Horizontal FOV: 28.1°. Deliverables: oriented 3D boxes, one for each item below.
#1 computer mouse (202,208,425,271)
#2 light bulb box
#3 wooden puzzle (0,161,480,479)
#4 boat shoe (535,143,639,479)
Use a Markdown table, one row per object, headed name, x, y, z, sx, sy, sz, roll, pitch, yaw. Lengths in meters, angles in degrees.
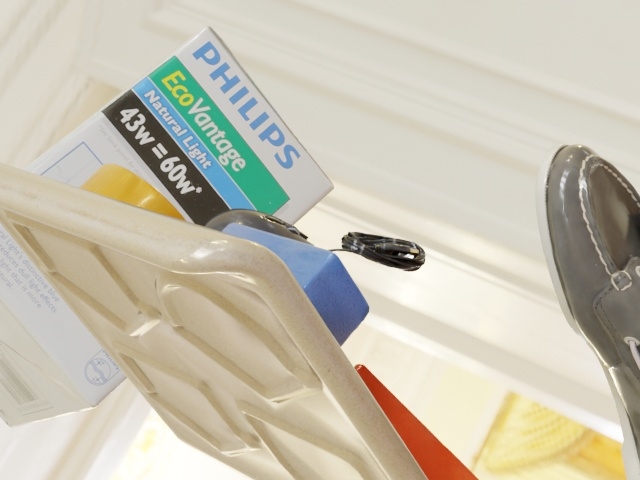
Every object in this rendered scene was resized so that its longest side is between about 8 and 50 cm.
| name | x | y | z | sx | sy | sz | roll | pitch | yaw |
| --- | --- | --- | --- | --- | --- | --- | --- | --- | --- |
| computer mouse | 0.000 | 0.000 | 1.153 | 0.242 | 0.071 | 0.041 | 2 | -62 | -37 |
| light bulb box | -0.238 | -0.003 | 1.407 | 0.361 | 0.225 | 0.358 | -43 | 10 | -27 |
| wooden puzzle | -0.050 | 0.065 | 0.782 | 0.080 | 0.322 | 0.348 | -52 | -51 | -18 |
| boat shoe | 0.252 | 0.073 | 0.931 | 0.112 | 0.095 | 0.335 | -48 | -57 | -44 |
